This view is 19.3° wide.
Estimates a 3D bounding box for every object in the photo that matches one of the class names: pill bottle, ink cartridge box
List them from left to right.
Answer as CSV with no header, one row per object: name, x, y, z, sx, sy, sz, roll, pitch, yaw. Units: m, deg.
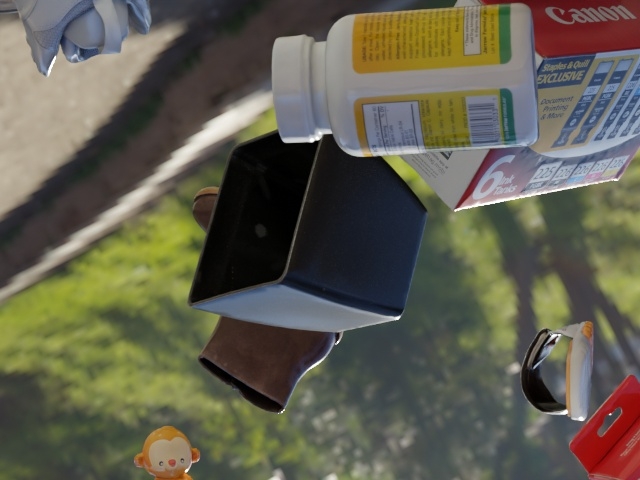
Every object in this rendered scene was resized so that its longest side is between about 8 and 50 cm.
pill bottle,0.070,-0.128,1.522,0.208,0.117,0.117,-4,-177,8
ink cartridge box,0.257,-0.188,2.008,0.309,0.130,0.272,-12,139,-46
ink cartridge box,0.419,0.286,2.256,0.134,0.231,0.078,-46,-161,-19

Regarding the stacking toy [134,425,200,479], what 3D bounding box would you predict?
stacking toy,-0.151,0.338,1.949,0.175,0.301,0.166,-4,-166,-14

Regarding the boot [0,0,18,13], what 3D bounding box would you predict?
boot,-0.406,-0.477,2.470,0.138,0.284,0.377,1,-151,8

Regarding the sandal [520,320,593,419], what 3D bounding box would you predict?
sandal,0.252,0.138,2.016,0.076,0.102,0.265,3,180,10

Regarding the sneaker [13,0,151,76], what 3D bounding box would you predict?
sneaker,-0.281,-0.278,1.854,0.137,0.210,0.366,-26,-164,-17

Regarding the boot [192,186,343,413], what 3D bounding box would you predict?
boot,-0.091,0.066,2.258,0.207,0.248,0.090,-52,180,-37

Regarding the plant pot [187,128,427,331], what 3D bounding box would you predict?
plant pot,0.000,0.000,1.930,0.167,0.187,0.188,25,157,-27
